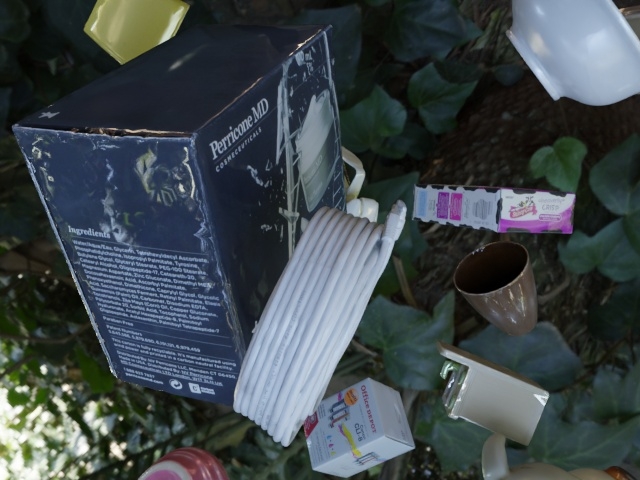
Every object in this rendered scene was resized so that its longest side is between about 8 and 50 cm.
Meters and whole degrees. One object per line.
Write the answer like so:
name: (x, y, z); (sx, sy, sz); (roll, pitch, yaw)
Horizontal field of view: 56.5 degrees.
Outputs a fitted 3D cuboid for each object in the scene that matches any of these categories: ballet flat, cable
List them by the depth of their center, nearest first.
cable: (-0.008, 0.089, 0.656); (0.089, 0.257, 0.257); (26, 138, 8)
ballet flat: (0.053, -0.106, 1.538); (0.164, 0.482, 0.182); (18, 133, -42)

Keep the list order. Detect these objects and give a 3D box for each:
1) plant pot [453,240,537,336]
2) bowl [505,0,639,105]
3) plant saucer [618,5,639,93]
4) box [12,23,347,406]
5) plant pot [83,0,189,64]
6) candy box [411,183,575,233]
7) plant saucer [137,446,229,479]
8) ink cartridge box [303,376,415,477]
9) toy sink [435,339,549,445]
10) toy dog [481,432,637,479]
plant pot: (0.527, 0.157, 1.700); (0.215, 0.215, 0.230); (-7, 128, 44)
bowl: (0.396, -0.322, 0.960); (0.134, 0.298, 0.298); (-37, 103, 25)
plant saucer: (0.611, -0.363, 1.142); (0.278, 0.041, 0.278); (12, 167, 3)
box: (-0.167, -0.068, 1.015); (0.297, 0.480, 0.471); (6, 126, 21)
plant pot: (-0.469, -0.538, 1.488); (0.187, 0.212, 0.212); (27, -173, -25)
candy box: (0.288, -0.057, 1.025); (0.233, 0.159, 0.071); (13, 101, 63)
plant saucer: (-0.344, 0.638, 1.355); (0.332, 0.332, 0.084); (0, 155, 41)
ink cartridge box: (0.075, 0.380, 1.205); (0.176, 0.128, 0.127); (-32, 139, 20)
toy sink: (0.346, 0.330, 1.302); (0.234, 0.131, 0.153); (23, 180, 6)
toy dog: (0.475, 0.564, 1.137); (0.284, 0.408, 0.395); (-54, 49, 20)
